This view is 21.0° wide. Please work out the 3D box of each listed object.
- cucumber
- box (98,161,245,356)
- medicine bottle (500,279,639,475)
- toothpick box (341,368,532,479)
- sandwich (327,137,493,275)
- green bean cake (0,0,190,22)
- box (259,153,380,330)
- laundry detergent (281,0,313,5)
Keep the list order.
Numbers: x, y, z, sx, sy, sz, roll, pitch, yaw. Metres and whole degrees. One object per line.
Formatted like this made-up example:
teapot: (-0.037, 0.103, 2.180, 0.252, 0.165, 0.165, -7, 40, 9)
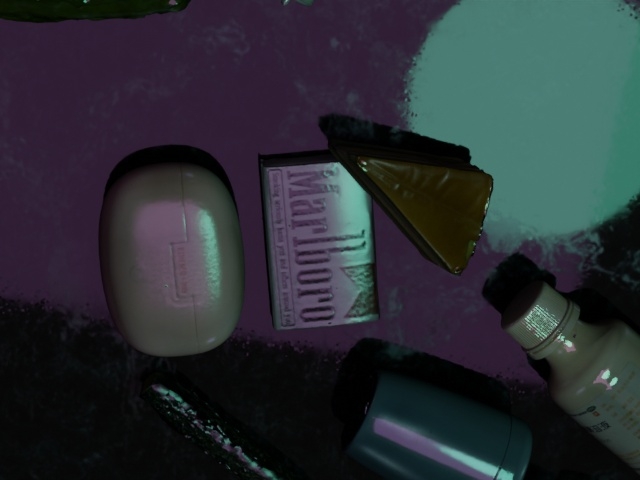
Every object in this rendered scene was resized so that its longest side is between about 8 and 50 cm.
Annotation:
cucumber: (-0.086, 0.226, 1.831, 0.256, 0.043, 0.044, 39, 103, -13)
box: (-0.150, 0.020, 1.749, 0.146, 0.088, 0.200, -6, 106, -4)
medicine bottle: (0.299, 0.143, 1.805, 0.252, 0.114, 0.114, 41, 98, -13)
toothpick box: (0.117, 0.210, 1.806, 0.184, 0.120, 0.120, 25, 101, -6)
sandwich: (0.078, -0.031, 1.736, 0.163, 0.079, 0.113, 7, 103, -28)
green bean cake: (-0.233, -0.280, 1.584, 0.246, 0.250, 0.156, 1, 103, -6)
box: (0.000, 0.000, 1.785, 0.115, 0.036, 0.178, -6, 104, -4)
laundry detergent: (0.021, -0.317, 1.694, 0.096, 0.061, 0.206, 27, 101, -13)
